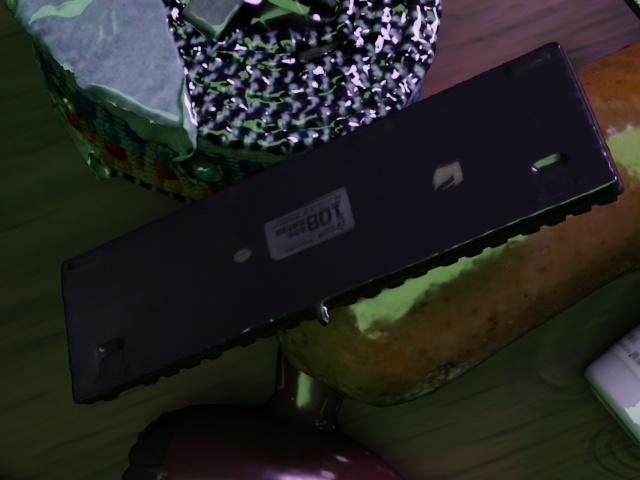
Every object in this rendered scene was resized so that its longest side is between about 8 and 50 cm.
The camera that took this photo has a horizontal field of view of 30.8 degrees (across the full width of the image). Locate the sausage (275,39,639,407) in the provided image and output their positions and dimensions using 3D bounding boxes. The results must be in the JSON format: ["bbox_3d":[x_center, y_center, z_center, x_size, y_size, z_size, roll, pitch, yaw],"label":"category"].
[{"bbox_3d":[0.199,-0.050,0.676,0.500,0.123,0.136,-25,84,1],"label":"sausage"}]

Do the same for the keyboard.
[{"bbox_3d":[0.000,0.000,0.628,0.317,0.027,0.106,-22,60,15],"label":"keyboard"}]

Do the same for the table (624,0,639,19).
[{"bbox_3d":[0.296,-0.151,0.759,0.146,0.062,0.175,-40,91,3],"label":"table"}]

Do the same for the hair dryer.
[{"bbox_3d":[0.044,0.081,0.777,0.312,0.123,0.341,13,81,-8],"label":"hair dryer"}]

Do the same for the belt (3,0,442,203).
[{"bbox_3d":[-0.060,-0.130,0.722,0.257,0.150,0.207,19,71,1],"label":"belt"}]

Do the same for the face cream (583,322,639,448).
[{"bbox_3d":[0.299,0.034,0.755,0.269,0.082,0.082,-39,89,4],"label":"face cream"}]
